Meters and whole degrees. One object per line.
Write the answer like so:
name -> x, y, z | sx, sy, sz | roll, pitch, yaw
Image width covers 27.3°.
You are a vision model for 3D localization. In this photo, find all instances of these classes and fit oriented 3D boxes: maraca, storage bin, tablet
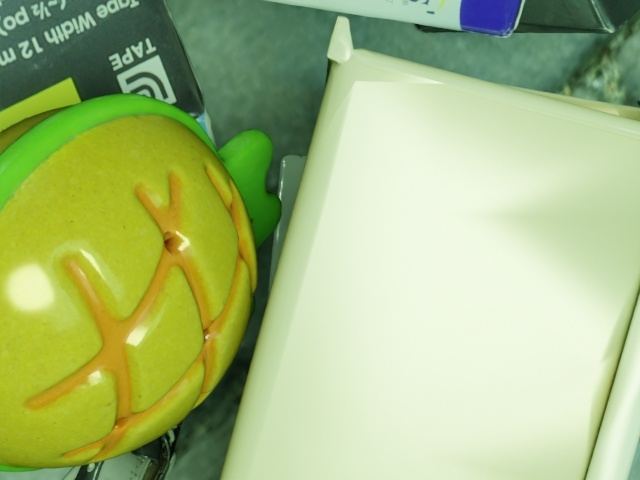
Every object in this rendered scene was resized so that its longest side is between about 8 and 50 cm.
maraca -> -0.065, 0.013, 0.441 | 0.186, 0.099, 0.127 | -8, 119, -63
storage bin -> 0.030, 0.065, 0.518 | 0.123, 0.260, 0.262 | 15, 94, 0
tablet -> 0.000, 0.000, 0.654 | 0.054, 0.006, 0.083 | 2, 97, -33

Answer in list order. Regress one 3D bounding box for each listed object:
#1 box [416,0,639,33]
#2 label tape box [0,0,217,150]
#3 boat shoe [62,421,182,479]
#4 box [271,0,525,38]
box -> 0.141, -0.240, 0.624 | 0.270, 0.143, 0.165 | -44, 118, -19
label tape box -> -0.196, -0.091, 0.449 | 0.249, 0.115, 0.347 | -31, 118, -25
boat shoe -> -0.086, 0.094, 0.594 | 0.046, 0.038, 0.125 | 37, 78, -32
box -> 0.008, -0.136, 0.463 | 0.137, 0.126, 0.072 | 9, 123, 1
